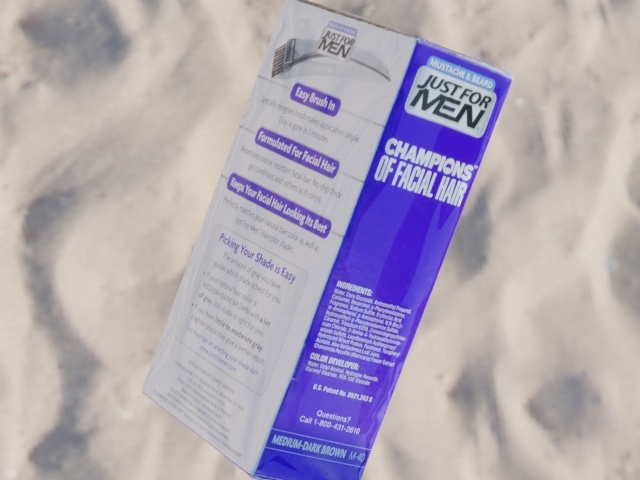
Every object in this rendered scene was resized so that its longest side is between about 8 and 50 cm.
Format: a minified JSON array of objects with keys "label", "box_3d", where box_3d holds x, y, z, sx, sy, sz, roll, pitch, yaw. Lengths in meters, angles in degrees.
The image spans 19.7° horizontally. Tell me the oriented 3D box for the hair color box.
[{"label":"hair color box","box_3d":[0.000,0.000,1.398,0.110,0.185,0.338,15,98,-36]}]
